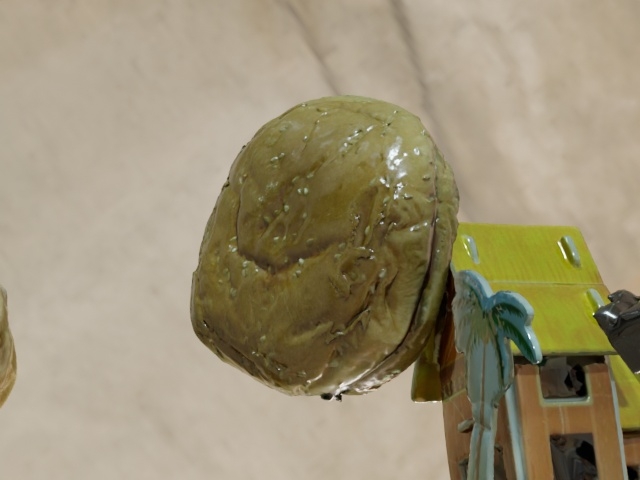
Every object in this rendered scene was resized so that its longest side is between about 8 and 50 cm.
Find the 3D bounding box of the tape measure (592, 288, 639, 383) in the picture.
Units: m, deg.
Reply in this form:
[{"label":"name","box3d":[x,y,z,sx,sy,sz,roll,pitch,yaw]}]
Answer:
[{"label":"tape measure","box3d":[0.316,0.082,1.403,0.199,0.112,0.186,-30,-85,42]}]

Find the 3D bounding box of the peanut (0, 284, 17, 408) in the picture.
[{"label":"peanut","box3d":[-0.342,0.008,1.387,0.325,0.153,0.140,49,2,-9]}]

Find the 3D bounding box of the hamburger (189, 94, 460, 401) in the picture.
[{"label":"hamburger","box3d":[-0.001,0.002,1.722,0.134,0.265,0.285,11,3,-41]}]

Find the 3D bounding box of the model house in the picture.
[{"label":"model house","box3d":[0.235,0.121,1.754,0.340,0.300,0.324,137,-51,-66]}]
